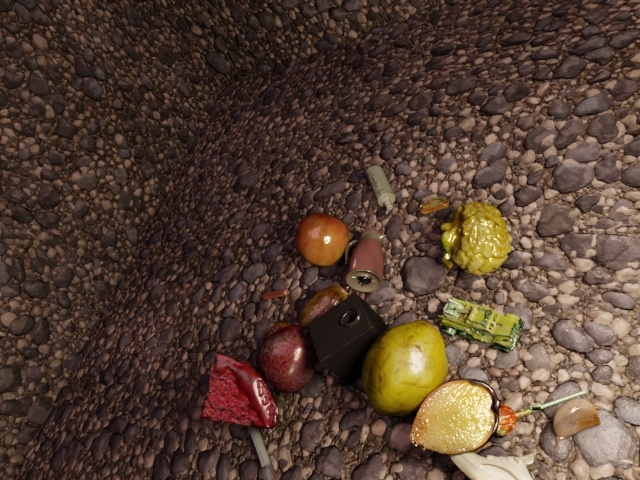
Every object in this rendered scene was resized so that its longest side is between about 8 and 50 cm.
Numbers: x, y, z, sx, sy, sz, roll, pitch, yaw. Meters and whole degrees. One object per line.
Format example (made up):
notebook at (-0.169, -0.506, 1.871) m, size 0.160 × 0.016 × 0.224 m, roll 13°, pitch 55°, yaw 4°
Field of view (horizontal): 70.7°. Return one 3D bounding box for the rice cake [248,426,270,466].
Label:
rice cake at (-0.236, 0.776, 1.713) m, size 0.042 × 0.030 × 0.180 m, roll -38°, pitch 43°, yaw 1°

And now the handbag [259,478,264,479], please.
handbag at (-0.210, 0.968, 1.504) m, size 0.211 × 0.088 × 0.254 m, roll 24°, pitch 74°, yaw 40°

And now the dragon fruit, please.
dragon fruit at (-0.296, 0.634, 1.714) m, size 0.331 × 0.302 × 0.240 m, roll 22°, pitch 52°, yaw 30°

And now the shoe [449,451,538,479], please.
shoe at (0.505, 0.615, 1.197) m, size 0.316 × 0.124 × 0.159 m, roll 31°, pitch 80°, yaw 41°

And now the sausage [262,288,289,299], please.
sausage at (-0.210, 0.252, 2.100) m, size 0.147 × 0.035 × 0.030 m, roll -16°, pitch 82°, yaw 30°

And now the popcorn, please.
popcorn at (0.538, -0.006, 1.578) m, size 0.270 × 0.224 × 0.258 m, roll -58°, pitch 26°, yaw -2°

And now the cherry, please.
cherry at (-0.121, 0.448, 1.731) m, size 0.230 × 0.203 × 0.300 m, roll 36°, pitch 92°, yaw 23°

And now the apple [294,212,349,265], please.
apple at (0.000, 0.000, 1.984) m, size 0.254 × 0.253 × 0.253 m, roll -21°, pitch 48°, yaw 25°

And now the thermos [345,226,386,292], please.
thermos at (0.181, 0.068, 1.858) m, size 0.177 × 0.145 × 0.264 m, roll -10°, pitch 44°, yaw 23°

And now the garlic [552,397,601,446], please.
garlic at (0.671, 0.475, 1.205) m, size 0.152 × 0.066 × 0.084 m, roll -31°, pitch 53°, yaw 9°

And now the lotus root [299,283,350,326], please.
lotus root at (0.024, 0.275, 1.828) m, size 0.260 × 0.128 × 0.145 m, roll -48°, pitch 56°, yaw 1°

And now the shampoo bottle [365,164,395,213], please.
shampoo bottle at (0.279, -0.234, 2.053) m, size 0.085 × 0.085 × 0.262 m, roll -31°, pitch 45°, yaw 16°

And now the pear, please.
pear at (0.270, 0.404, 1.435) m, size 0.321 × 0.269 × 0.269 m, roll -54°, pitch 42°, yaw 5°

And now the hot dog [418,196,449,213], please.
hot dog at (0.468, -0.148, 1.868) m, size 0.133 × 0.041 × 0.056 m, roll -15°, pitch 50°, yaw 29°

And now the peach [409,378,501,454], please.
peach at (0.383, 0.512, 1.291) m, size 0.280 × 0.068 × 0.188 m, roll -27°, pitch 57°, yaw 5°

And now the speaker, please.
speaker at (0.106, 0.362, 1.618) m, size 0.254 × 0.232 × 0.184 m, roll -35°, pitch 42°, yaw 10°

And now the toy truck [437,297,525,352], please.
toy truck at (0.506, 0.259, 1.457) m, size 0.260 × 0.135 × 0.128 m, roll 17°, pitch 71°, yaw 41°

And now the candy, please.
candy at (0.604, 0.478, 1.271) m, size 0.288 × 0.078 × 0.084 m, roll -23°, pitch 77°, yaw 11°

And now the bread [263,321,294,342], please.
bread at (-0.166, 0.433, 1.904) m, size 0.194 × 0.064 × 0.193 m, roll -18°, pitch 49°, yaw 22°
